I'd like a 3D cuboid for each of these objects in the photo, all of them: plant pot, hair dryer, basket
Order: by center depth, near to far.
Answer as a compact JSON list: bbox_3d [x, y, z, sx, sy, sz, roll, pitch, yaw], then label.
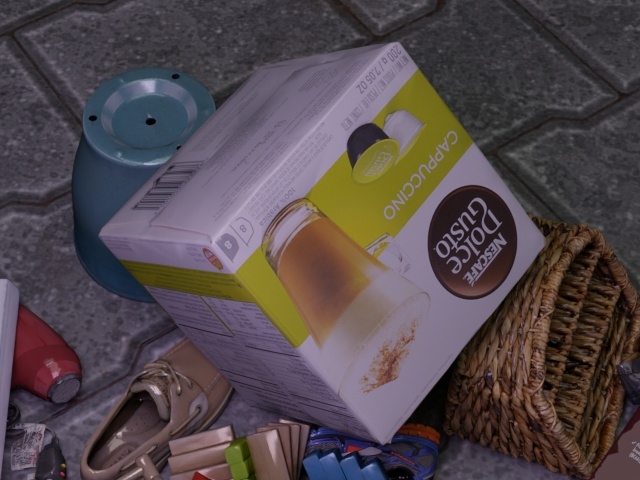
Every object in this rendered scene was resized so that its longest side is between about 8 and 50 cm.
[{"bbox_3d":[0.310,0.125,1.687,0.223,0.213,0.299,18,55,13],"label":"basket"},{"bbox_3d":[-0.429,0.191,1.719,0.223,0.080,0.294,1,53,2],"label":"hair dryer"},{"bbox_3d":[-0.231,-0.093,1.825,0.271,0.255,0.272,0,53,0],"label":"plant pot"}]

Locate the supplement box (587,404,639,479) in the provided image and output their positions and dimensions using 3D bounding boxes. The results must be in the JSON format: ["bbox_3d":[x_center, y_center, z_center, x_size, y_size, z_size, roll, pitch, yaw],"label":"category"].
[{"bbox_3d":[0.423,0.321,1.558,0.191,0.129,0.194,34,79,22],"label":"supplement box"}]

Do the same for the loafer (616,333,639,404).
[{"bbox_3d":[0.449,0.149,1.741,0.061,0.062,0.170,55,42,-6],"label":"loafer"}]

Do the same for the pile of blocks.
[{"bbox_3d":[-0.021,0.305,1.573,0.362,0.112,0.149,10,92,6],"label":"pile of blocks"}]

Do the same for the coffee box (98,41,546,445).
[{"bbox_3d":[0.000,0.000,1.597,0.338,0.334,0.338,-48,23,-21],"label":"coffee box"}]

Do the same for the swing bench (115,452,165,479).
[{"bbox_3d":[-0.226,0.425,1.468,0.253,0.255,0.165,-29,16,-22],"label":"swing bench"}]

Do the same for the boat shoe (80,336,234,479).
[{"bbox_3d":[-0.204,0.211,1.692,0.109,0.098,0.302,29,58,20],"label":"boat shoe"}]

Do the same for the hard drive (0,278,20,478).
[{"bbox_3d":[-0.511,0.229,1.668,0.233,0.047,0.353,-15,51,14],"label":"hard drive"}]

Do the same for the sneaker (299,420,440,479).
[{"bbox_3d":[0.046,0.284,1.653,0.221,0.083,0.087,-4,61,1],"label":"sneaker"}]
